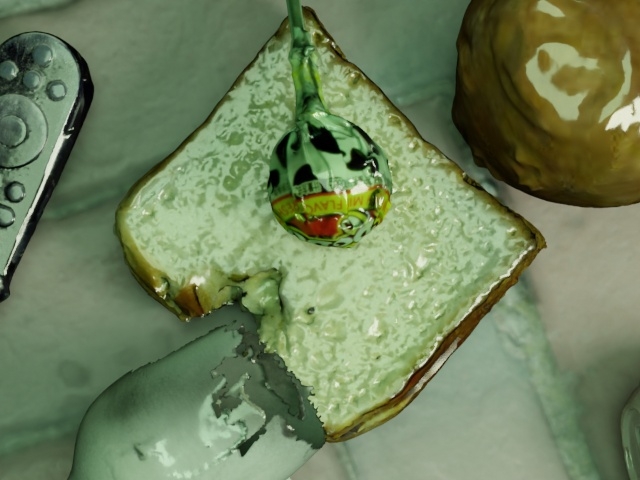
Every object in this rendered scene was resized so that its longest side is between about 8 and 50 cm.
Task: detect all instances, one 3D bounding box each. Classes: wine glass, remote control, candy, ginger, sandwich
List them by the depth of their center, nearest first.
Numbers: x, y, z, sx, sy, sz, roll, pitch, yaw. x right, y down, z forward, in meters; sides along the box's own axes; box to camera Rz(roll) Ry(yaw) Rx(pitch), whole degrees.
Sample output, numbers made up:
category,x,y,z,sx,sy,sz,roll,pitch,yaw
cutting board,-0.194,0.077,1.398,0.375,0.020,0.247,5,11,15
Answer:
category,x,y,z,sx,sy,sz,roll,pitch,yaw
wine glass,-0.152,0.186,1.368,0.321,0.143,0.143,-34,87,7
candy,-0.007,-0.143,1.400,0.091,0.083,0.305,-8,75,0
ginger,0.233,-0.121,1.429,0.269,0.200,0.223,24,79,-2
sandwich,0.000,0.000,1.458,0.273,0.095,0.249,44,83,3
remote control,-0.253,-0.033,1.468,0.090,0.066,0.266,22,87,12

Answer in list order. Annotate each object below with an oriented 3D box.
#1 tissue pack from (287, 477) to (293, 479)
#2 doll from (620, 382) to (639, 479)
category,x,y,z,sx,sy,sz,roll,pitch,yaw
tissue pack,-0.048,0.201,1.438,0.063,0.083,0.035,-39,89,-7
doll,0.379,0.141,1.451,0.287,0.151,0.151,-11,85,-11
